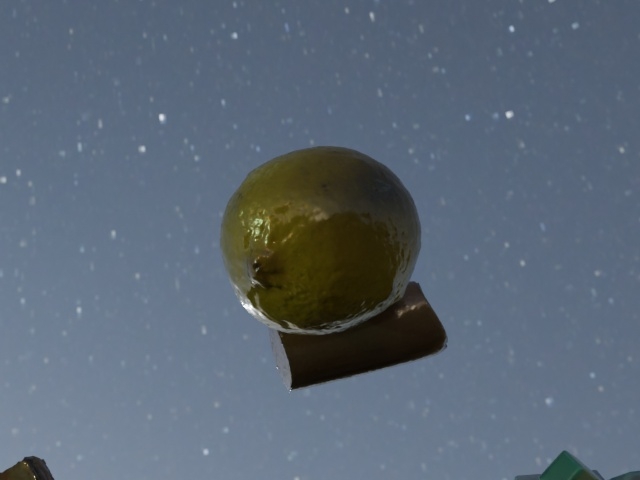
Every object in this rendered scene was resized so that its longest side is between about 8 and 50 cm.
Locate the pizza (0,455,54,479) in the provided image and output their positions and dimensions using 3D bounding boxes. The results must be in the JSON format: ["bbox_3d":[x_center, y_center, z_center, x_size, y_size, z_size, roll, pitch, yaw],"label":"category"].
[{"bbox_3d":[-0.482,0.503,1.478,0.406,0.440,0.130,-18,-44,17],"label":"pizza"}]

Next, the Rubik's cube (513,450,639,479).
[{"bbox_3d":[0.383,0.428,1.729,0.213,0.224,0.265,41,-79,-3],"label":"Rubik's cube"}]

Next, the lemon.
[{"bbox_3d":[-0.001,0.000,1.572,0.260,0.284,0.260,23,-43,23],"label":"lemon"}]

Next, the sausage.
[{"bbox_3d":[0.057,0.135,1.736,0.253,0.123,0.123,-13,-37,-8],"label":"sausage"}]
